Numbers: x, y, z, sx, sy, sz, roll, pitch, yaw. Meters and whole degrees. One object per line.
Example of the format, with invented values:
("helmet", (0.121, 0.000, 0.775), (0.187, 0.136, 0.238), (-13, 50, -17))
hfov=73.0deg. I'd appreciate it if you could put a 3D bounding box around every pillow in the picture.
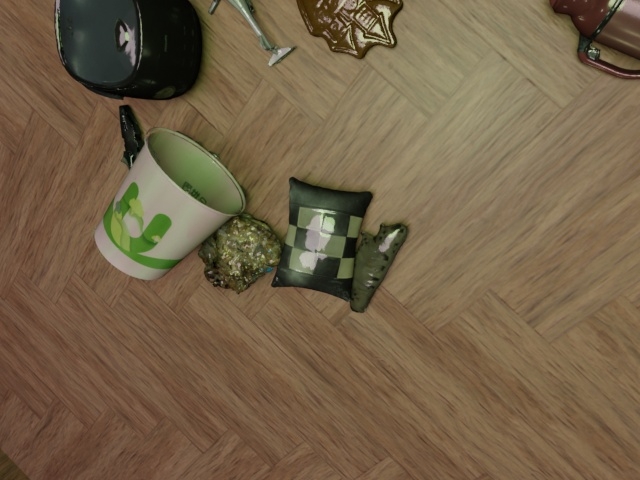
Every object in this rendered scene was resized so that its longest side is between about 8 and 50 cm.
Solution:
("pillow", (0.000, 0.000, 0.941), (0.185, 0.106, 0.250), (12, 98, 5))
("pillow", (0.105, 0.053, 0.960), (0.093, 0.051, 0.241), (33, 116, 18))

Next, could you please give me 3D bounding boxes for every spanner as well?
("spanner", (-0.453, -0.177, 1.091), (0.095, 0.040, 0.326), (-8, 99, 29))

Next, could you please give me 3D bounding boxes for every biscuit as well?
("biscuit", (0.065, -0.447, 0.829), (0.215, 0.034, 0.182), (43, 115, 3))

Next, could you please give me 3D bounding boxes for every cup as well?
("cup", (-0.343, -0.069, 0.962), (0.274, 0.253, 0.253), (-43, 89, 19))

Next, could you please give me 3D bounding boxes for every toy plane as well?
("toy plane", (-0.177, -0.483, 0.870), (0.181, 0.107, 0.274), (-8, 107, 27))

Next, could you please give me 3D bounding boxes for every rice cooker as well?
("rice cooker", (-0.389, -0.420, 0.900), (0.266, 0.224, 0.268), (6, 110, 18))

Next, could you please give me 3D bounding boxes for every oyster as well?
("oyster", (-0.198, 0.033, 1.046), (0.259, 0.092, 0.199), (8, 105, 21))

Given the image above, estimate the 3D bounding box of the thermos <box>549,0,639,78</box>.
("thermos", (0.512, -0.331, 0.672), (0.330, 0.136, 0.110), (30, 86, 9))
